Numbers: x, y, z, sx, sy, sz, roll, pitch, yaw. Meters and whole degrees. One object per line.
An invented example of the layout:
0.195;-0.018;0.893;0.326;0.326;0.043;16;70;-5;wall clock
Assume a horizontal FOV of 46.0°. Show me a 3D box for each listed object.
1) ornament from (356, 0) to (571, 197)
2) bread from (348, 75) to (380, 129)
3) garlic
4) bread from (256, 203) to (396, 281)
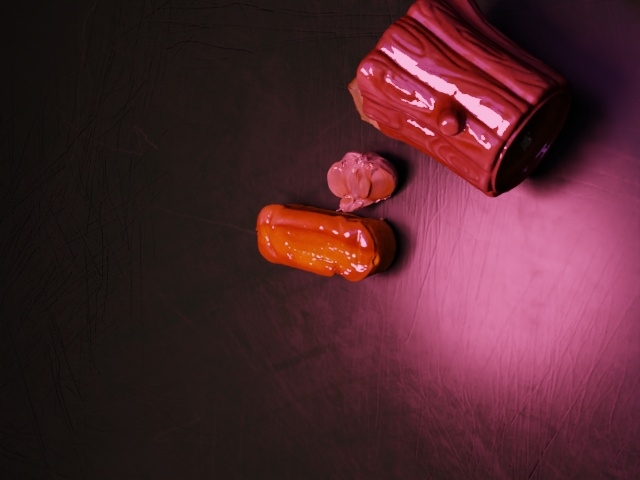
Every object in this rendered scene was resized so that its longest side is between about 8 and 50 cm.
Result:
0.192;-0.186;0.993;0.217;0.221;0.235;40;121;25;ornament
0.119;-0.246;1.166;0.074;0.084;0.139;36;80;31;bread
0.064;-0.101;1.166;0.113;0.074;0.094;-1;127;12;garlic
0.000;0.000;1.207;0.245;0.094;0.102;14;103;35;bread
